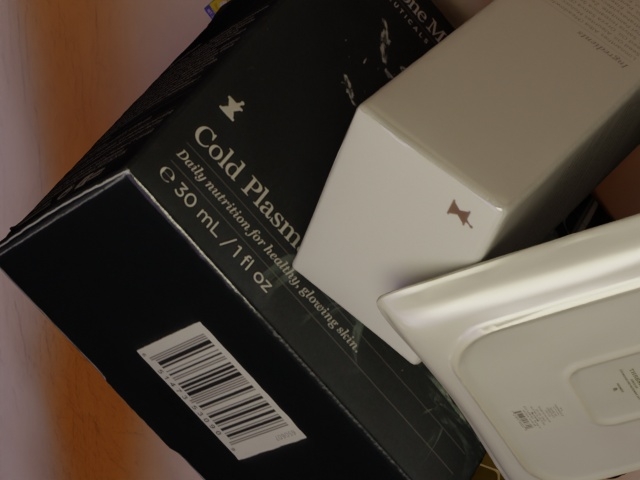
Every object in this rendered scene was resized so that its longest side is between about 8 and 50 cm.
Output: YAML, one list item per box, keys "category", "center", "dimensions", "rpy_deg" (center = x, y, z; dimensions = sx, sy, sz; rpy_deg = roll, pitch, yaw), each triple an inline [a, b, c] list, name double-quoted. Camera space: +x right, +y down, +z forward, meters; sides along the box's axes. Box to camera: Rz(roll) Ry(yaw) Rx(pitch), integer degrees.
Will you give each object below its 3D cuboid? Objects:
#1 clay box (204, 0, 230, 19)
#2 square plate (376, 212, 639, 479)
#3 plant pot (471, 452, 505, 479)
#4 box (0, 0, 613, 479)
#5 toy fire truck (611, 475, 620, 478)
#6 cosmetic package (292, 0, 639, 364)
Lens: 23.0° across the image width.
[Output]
- category: "clay box"
  center: [-0.031, -0.283, 1.876]
  dimensions: [0.127, 0.053, 0.222]
  rpy_deg: [52, 141, -7]
- category: "square plate"
  center: [0.273, 0.112, 1.387]
  dimensions: [0.344, 0.049, 0.347]
  rpy_deg: [-19, 136, 19]
- category: "plant pot"
  center: [0.224, 0.298, 2.096]
  dimensions: [0.081, 0.083, 0.081]
  rpy_deg: [17, 132, 31]
- category: "box"
  center: [0.000, 0.000, 1.710]
  dimensions: [0.480, 0.472, 0.297]
  rpy_deg: [48, 139, -14]
- category: "toy fire truck"
  center: [0.390, 0.139, 1.802]
  dimensions: [0.246, 0.158, 0.217]
  rpy_deg: [-23, 110, 4]
- category: "cosmetic package"
  center: [0.190, -0.109, 1.509]
  dimensions: [0.161, 0.453, 0.230]
  rpy_deg: [38, 138, 13]
